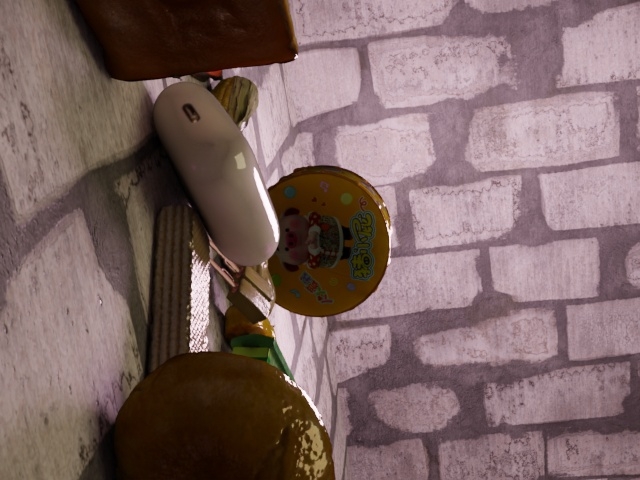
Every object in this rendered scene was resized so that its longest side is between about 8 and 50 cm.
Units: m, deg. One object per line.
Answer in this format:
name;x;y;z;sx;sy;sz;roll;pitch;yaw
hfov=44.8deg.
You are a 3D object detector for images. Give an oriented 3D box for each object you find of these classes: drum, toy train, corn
drum;0.000;0.000;2.204;0.214;0.430;0.432;-56;139;-80
toy train;-0.144;0.365;1.839;0.301;0.120;0.203;72;21;-54
corn;-0.219;-0.309;1.878;0.305;0.123;0.122;-81;166;-58

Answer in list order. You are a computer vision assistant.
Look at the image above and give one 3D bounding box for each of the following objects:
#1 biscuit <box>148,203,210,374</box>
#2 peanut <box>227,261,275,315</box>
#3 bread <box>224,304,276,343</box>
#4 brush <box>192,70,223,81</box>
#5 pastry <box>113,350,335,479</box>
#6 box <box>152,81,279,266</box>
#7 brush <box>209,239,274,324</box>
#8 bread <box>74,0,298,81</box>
biscuit;-0.251;0.150;1.401;0.144;0.078;0.426;72;14;-62
peanut;-0.171;0.085;1.937;0.125;0.111;0.275;-115;-169;-60
bread;-0.171;0.231;1.910;0.245;0.101;0.095;73;6;-64
brush;-0.274;-0.419;1.827;0.323;0.051;0.071;-19;100;-83
pastry;-0.146;0.333;1.138;0.164;0.355;0.356;-27;111;-72
box;-0.201;-0.126;1.523;0.289;0.141;0.349;52;-13;36
brush;-0.201;0.080;1.764;0.233;0.047;0.103;47;30;-27
bread;-0.218;-0.405;1.181;0.333;0.323;0.143;72;14;-53
